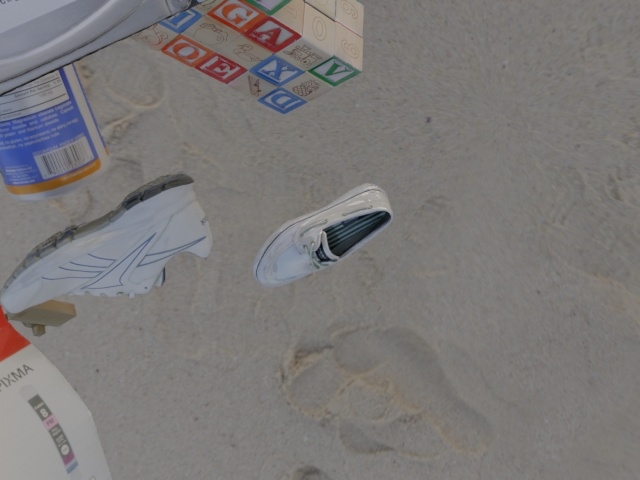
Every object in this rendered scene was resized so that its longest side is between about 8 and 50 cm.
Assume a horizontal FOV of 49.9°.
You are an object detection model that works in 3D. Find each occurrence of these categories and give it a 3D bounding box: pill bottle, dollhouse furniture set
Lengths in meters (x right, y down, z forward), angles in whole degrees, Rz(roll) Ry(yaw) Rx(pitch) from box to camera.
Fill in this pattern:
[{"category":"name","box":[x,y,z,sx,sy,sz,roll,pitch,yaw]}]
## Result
[{"category":"pill bottle","box":[-0.407,-0.203,0.947,0.152,0.152,0.272,-7,117,16]},{"category":"dollhouse furniture set","box":[-0.564,0.108,1.256,0.151,0.144,0.123,-30,66,17]}]

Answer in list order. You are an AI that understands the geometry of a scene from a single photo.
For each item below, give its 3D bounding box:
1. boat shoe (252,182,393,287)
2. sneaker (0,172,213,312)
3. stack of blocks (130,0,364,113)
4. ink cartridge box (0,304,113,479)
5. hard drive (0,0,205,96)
[{"category":"boat shoe","box":[0.000,0.000,0.971,0.226,0.076,0.083,-37,119,9]},{"category":"sneaker","box":[-0.277,0.028,0.899,0.297,0.111,0.129,-27,109,1]},{"category":"stack of blocks","box":[-0.090,-0.244,0.667,0.171,0.297,0.087,-17,62,44]},{"category":"ink cartridge box","box":[-0.214,0.119,0.386,0.066,0.189,0.233,-3,107,21]},{"category":"hard drive","box":[-0.232,-0.247,0.365,0.236,0.064,0.339,-28,120,-11]}]
